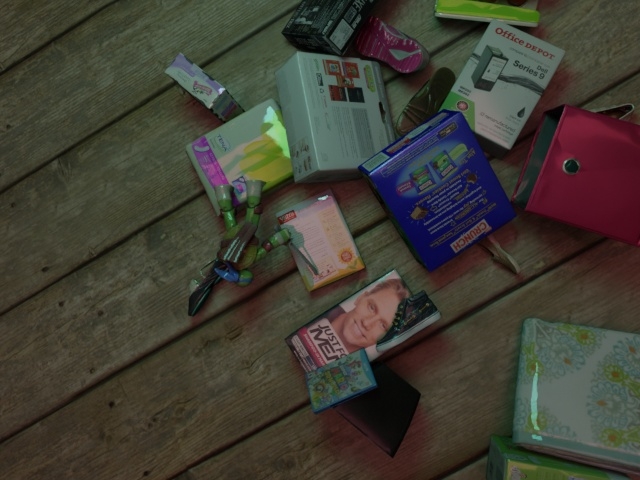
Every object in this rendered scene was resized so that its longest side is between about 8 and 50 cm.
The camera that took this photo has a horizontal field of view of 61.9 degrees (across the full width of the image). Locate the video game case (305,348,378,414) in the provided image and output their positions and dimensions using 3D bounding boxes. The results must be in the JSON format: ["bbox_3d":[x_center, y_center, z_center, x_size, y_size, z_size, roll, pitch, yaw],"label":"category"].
[{"bbox_3d":[0.048,0.344,1.311,0.166,0.119,0.015,-25,126,5],"label":"video game case"}]

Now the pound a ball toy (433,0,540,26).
[{"bbox_3d":[0.473,-0.683,1.395,0.319,0.135,0.208,8,119,7],"label":"pound a ball toy"}]

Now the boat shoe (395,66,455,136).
[{"bbox_3d":[0.281,-0.365,1.446,0.080,0.073,0.223,36,88,-2],"label":"boat shoe"}]

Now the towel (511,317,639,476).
[{"bbox_3d":[0.665,0.368,1.270,0.375,0.090,0.320,7,62,19],"label":"towel"}]

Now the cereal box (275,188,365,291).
[{"bbox_3d":[0.000,0.000,1.471,0.173,0.047,0.240,-23,83,6],"label":"cereal box"}]

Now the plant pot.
[{"bbox_3d":[0.149,0.412,1.363,0.187,0.188,0.167,38,81,9],"label":"plant pot"}]

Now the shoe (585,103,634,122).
[{"bbox_3d":[0.703,-0.310,1.393,0.219,0.058,0.076,-16,84,6],"label":"shoe"}]

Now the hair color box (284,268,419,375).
[{"bbox_3d":[0.098,0.236,1.414,0.347,0.105,0.173,-33,83,4],"label":"hair color box"}]

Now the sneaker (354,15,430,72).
[{"bbox_3d":[0.196,-0.524,1.460,0.252,0.111,0.103,45,119,27],"label":"sneaker"}]

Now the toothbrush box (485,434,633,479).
[{"bbox_3d":[0.562,0.574,1.278,0.284,0.206,0.122,6,87,7],"label":"toothbrush box"}]

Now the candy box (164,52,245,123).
[{"bbox_3d":[-0.311,-0.405,1.464,0.165,0.196,0.070,40,92,8],"label":"candy box"}]

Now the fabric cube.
[{"bbox_3d":[0.635,-0.158,1.269,0.258,0.259,0.254,19,103,9],"label":"fabric cube"}]

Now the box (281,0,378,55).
[{"bbox_3d":[0.054,-0.650,1.424,0.307,0.077,0.242,-57,38,0],"label":"box"}]

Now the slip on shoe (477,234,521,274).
[{"bbox_3d":[0.468,0.041,1.403,0.041,0.051,0.135,-37,79,-2],"label":"slip on shoe"}]

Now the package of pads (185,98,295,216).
[{"bbox_3d":[-0.201,-0.230,1.487,0.297,0.101,0.229,-27,84,4],"label":"package of pads"}]

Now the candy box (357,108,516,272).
[{"bbox_3d":[0.293,-0.122,1.343,0.268,0.122,0.317,-34,110,3],"label":"candy box"}]

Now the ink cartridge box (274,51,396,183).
[{"bbox_3d":[0.048,-0.319,1.420,0.272,0.130,0.309,-7,84,-33],"label":"ink cartridge box"}]

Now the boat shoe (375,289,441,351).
[{"bbox_3d":[0.201,0.199,1.321,0.183,0.065,0.083,-31,83,-3],"label":"boat shoe"}]

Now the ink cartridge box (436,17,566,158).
[{"bbox_3d":[0.463,-0.395,1.398,0.211,0.121,0.289,29,90,9],"label":"ink cartridge box"}]

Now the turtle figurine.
[{"bbox_3d":[-0.183,-0.015,1.407,0.198,0.275,0.266,-8,87,48],"label":"turtle figurine"}]

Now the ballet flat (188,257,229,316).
[{"bbox_3d":[-0.320,0.116,1.495,0.074,0.074,0.203,37,85,8],"label":"ballet flat"}]
